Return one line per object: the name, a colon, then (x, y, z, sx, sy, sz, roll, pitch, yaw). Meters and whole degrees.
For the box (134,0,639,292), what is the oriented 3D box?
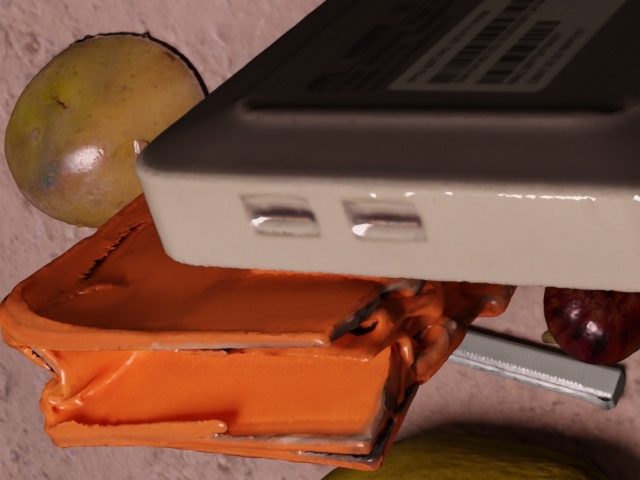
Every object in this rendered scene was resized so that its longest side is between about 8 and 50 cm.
box: (0.116, -0.096, 0.984, 0.373, 0.367, 0.090, 4, 120, 29)

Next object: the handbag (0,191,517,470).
handbag: (0.000, 0.000, 1.082, 0.304, 0.410, 0.116, -3, 116, 33)

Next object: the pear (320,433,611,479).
pear: (0.127, 0.288, 1.277, 0.375, 0.287, 0.287, -30, 99, 23)

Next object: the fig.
fig: (0.209, 0.064, 1.219, 0.089, 0.089, 0.125, 35, 155, 10)

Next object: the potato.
potato: (-0.198, -0.078, 1.358, 0.202, 0.117, 0.182, -9, 108, 36)

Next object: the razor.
razor: (0.115, 0.093, 1.307, 0.278, 0.056, 0.111, 7, 157, 22)
